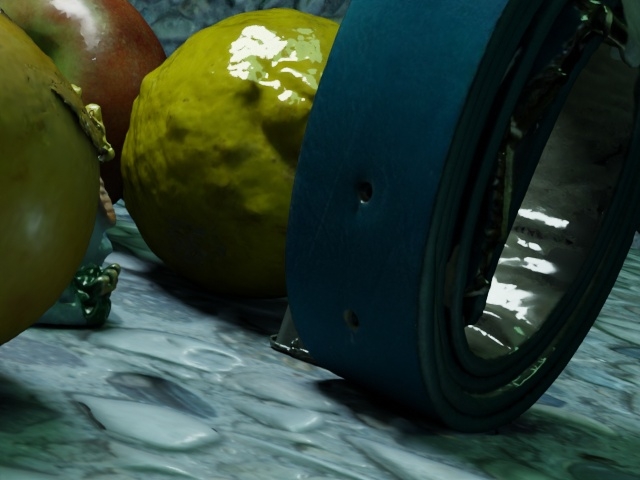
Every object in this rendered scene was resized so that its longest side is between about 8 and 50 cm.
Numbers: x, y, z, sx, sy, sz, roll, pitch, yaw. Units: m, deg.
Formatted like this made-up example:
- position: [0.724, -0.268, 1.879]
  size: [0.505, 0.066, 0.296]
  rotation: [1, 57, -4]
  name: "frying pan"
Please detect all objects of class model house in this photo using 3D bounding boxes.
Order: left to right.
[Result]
- position: [-0.212, -0.020, 1.330]
  size: [0.119, 0.149, 0.148]
  rotation: [22, 11, 37]
  name: "model house"

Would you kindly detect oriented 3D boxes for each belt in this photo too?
- position: [0.134, -0.075, 1.366]
  size: [0.173, 0.437, 0.300]
  rotation: [25, 7, 37]
  name: "belt"

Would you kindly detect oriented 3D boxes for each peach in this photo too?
- position: [-0.266, -0.137, 1.749]
  size: [0.252, 0.252, 0.252]
  rotation: [16, 7, -2]
  name: "peach"

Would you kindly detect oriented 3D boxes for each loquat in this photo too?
- position: [-0.256, -0.048, 1.040]
  size: [0.263, 0.263, 0.263]
  rotation: [16, 7, -2]
  name: "loquat"

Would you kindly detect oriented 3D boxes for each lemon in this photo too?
- position: [-0.050, -0.077, 1.615]
  size: [0.285, 0.285, 0.316]
  rotation: [16, 7, 0]
  name: "lemon"

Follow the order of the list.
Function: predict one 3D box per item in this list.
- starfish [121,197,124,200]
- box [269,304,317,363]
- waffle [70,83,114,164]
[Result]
- position: [-0.357, -0.151, 1.966]
  size: [0.347, 0.078, 0.358]
  rotation: [24, -14, 19]
  name: "starfish"
- position: [0.017, 0.067, 1.488]
  size: [0.084, 0.069, 0.122]
  rotation: [16, 7, 20]
  name: "box"
- position: [-0.321, -0.078, 1.496]
  size: [0.307, 0.060, 0.312]
  rotation: [5, 37, -21]
  name: "waffle"
